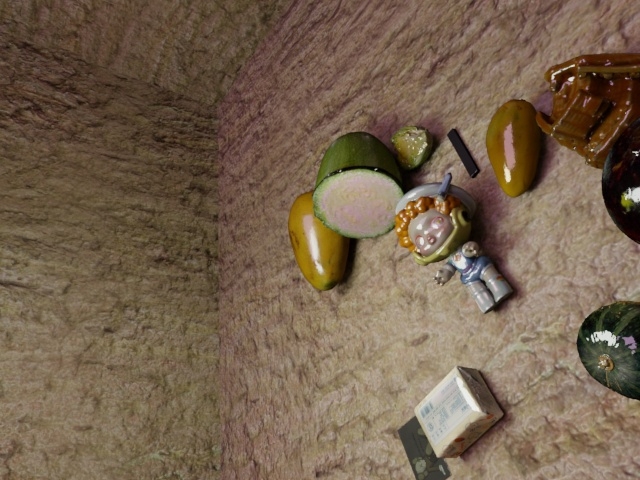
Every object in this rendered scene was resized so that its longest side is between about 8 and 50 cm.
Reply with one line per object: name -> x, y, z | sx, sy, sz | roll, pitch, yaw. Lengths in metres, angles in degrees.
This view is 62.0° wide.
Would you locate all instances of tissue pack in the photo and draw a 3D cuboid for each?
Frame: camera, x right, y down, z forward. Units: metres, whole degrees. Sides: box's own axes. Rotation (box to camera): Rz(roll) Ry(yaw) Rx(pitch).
tissue pack -> 0.348, 0.435, 1.353 | 0.196, 0.092, 0.148 | -58, 36, 30

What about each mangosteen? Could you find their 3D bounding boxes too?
mangosteen -> 0.643, -0.102, 0.921 | 0.288, 0.288, 0.287 | -26, 57, 51

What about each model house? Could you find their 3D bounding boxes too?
model house -> 0.602, -0.261, 1.132 | 0.220, 0.200, 0.229 | 157, 125, -66

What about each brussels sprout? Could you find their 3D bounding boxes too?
brussels sprout -> 0.297, -0.295, 1.698 | 0.181, 0.101, 0.138 | -11, 80, 54

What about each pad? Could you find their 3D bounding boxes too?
pad -> 0.283, 0.586, 1.479 | 0.127, 0.004, 0.190 | -54, 38, 32

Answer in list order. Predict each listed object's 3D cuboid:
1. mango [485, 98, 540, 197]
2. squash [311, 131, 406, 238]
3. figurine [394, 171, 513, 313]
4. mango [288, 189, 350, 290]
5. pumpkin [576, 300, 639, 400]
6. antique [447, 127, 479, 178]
mango -> 0.491, -0.234, 1.361 | 0.139, 0.113, 0.253 | -6, 81, 52
squash -> 0.134, -0.215, 1.800 | 0.310, 0.311, 0.308 | -48, 24, 38
figurine -> 0.355, 0.025, 1.439 | 0.225, 0.205, 0.381 | -37, 69, 41
mango -> 0.000, 0.000, 1.926 | 0.264, 0.221, 0.377 | 124, 142, -65
pumpkin -> 0.588, 0.207, 1.014 | 0.190, 0.146, 0.190 | 24, 125, 41
antique -> 0.419, -0.259, 1.567 | 0.031, 0.015, 0.192 | -48, 43, 35
